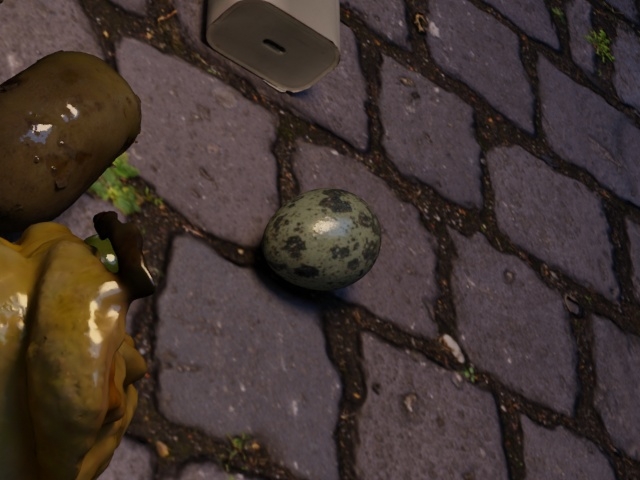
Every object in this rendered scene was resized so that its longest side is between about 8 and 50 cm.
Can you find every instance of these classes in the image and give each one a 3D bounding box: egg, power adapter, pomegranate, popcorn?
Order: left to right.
[{"bbox_3d":[-0.292,0.091,1.209,0.349,0.382,0.349,47,26,-31],"label":"popcorn"},{"bbox_3d":[-0.250,0.032,1.534,0.084,0.073,0.073,-27,82,-16],"label":"pomegranate"},{"bbox_3d":[-0.065,-0.365,1.992,0.187,0.124,0.255,29,44,-32],"label":"power adapter"},{"bbox_3d":[0.000,0.000,1.777,0.172,0.132,0.132,-11,71,-40],"label":"egg"}]

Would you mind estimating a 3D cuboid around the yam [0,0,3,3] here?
[{"bbox_3d":[-0.423,-0.299,1.635,0.107,0.014,0.014,15,52,-41],"label":"yam"}]

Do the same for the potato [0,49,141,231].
[{"bbox_3d":[-0.298,-0.112,1.504,0.165,0.165,0.262,48,37,-10],"label":"potato"}]
